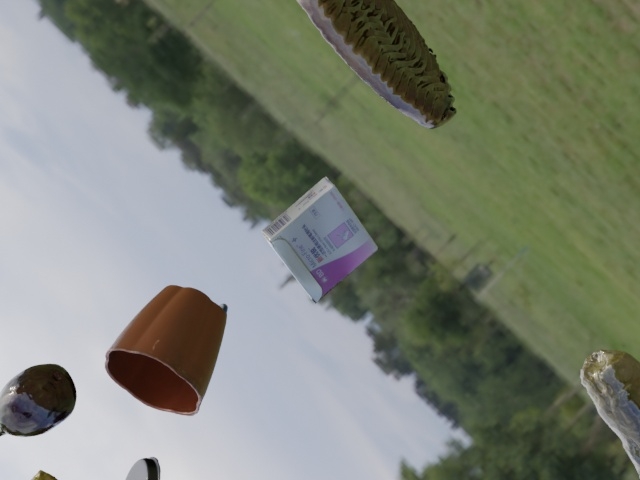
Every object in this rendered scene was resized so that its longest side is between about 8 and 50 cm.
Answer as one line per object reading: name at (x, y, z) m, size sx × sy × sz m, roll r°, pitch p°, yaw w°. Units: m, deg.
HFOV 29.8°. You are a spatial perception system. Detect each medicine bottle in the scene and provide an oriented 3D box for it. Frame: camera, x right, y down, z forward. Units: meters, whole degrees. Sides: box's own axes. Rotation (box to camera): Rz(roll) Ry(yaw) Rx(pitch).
medicine bottle at (0.000, 0.000, 2.316) m, size 0.052 × 0.171 × 0.201 m, roll 44°, pitch 172°, yaw 49°

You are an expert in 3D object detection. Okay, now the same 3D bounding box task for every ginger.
ginger at (0.540, 0.296, 2.035) m, size 0.263 × 0.116 × 0.109 m, roll 60°, pitch 169°, yaw -12°

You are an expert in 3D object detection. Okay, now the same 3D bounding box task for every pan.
pan at (-0.270, 0.425, 1.857) m, size 0.028 × 0.136 × 0.235 m, roll 17°, pitch -166°, yaw -27°

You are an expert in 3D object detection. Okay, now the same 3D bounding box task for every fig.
fig at (-0.442, 0.254, 1.828) m, size 0.109 × 0.154 × 0.103 m, roll 16°, pitch -141°, yaw -45°

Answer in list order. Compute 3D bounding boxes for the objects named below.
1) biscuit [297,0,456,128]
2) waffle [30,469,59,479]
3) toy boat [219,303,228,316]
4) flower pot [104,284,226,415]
biscuit at (0.057, -0.268, 1.461) m, size 0.318 × 0.040 × 0.318 m, roll 43°, pitch -158°, yaw -21°
waffle at (-0.431, 0.538, 2.002) m, size 0.247 × 0.221 × 0.055 m, roll 34°, pitch 153°, yaw -2°
toy boat at (-0.307, 0.200, 2.478) m, size 0.129 × 0.309 × 0.143 m, roll 36°, pitch -140°, yaw -38°
flower pot at (-0.251, 0.178, 2.066) m, size 0.190 × 0.173 × 0.191 m, roll 19°, pitch 148°, yaw 13°
